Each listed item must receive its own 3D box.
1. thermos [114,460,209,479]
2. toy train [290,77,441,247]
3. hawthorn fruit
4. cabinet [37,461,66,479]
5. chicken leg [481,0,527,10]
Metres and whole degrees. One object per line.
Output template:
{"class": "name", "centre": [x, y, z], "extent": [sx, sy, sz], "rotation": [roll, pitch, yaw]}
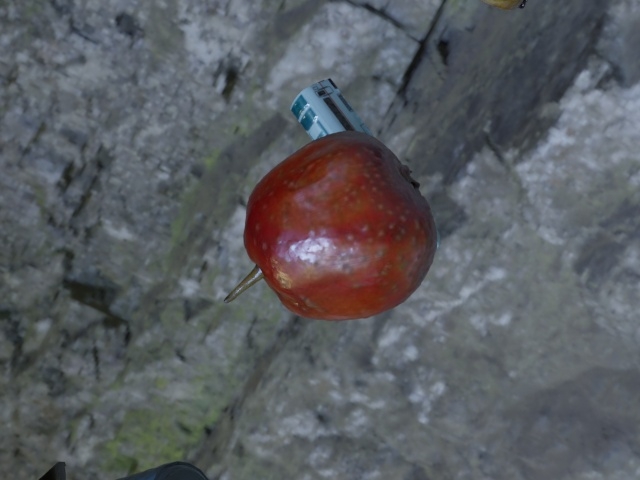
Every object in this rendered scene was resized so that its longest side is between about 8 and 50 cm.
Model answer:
{"class": "thermos", "centre": [-0.303, 0.468, 1.510], "extent": [0.287, 0.182, 0.145], "rotation": [-26, -3, 35]}
{"class": "toy train", "centre": [0.090, -0.135, 1.855], "extent": [0.088, 0.407, 0.086], "rotation": [-26, -15, -40]}
{"class": "hawthorn fruit", "centre": [0.000, 0.000, 1.349], "extent": [0.330, 0.287, 0.287], "rotation": [-31, 16, 0]}
{"class": "cabinet", "centre": [-0.343, 0.337, 0.890], "extent": [0.148, 0.175, 0.215], "rotation": [-40, 53, 41]}
{"class": "chicken leg", "centre": [0.282, -0.373, 1.272], "extent": [0.251, 0.087, 0.107], "rotation": [-154, 64, -73]}
